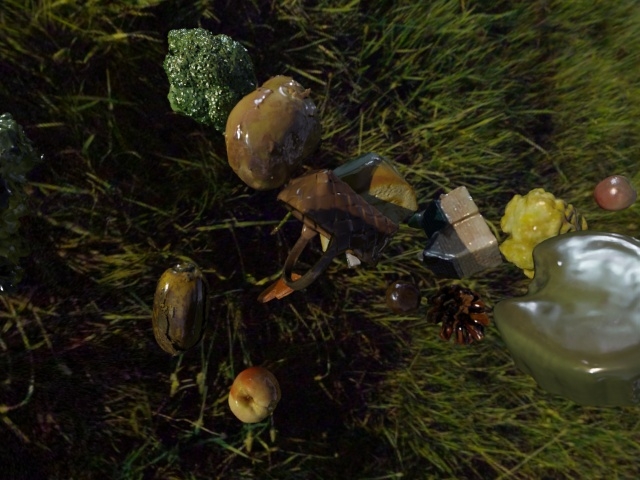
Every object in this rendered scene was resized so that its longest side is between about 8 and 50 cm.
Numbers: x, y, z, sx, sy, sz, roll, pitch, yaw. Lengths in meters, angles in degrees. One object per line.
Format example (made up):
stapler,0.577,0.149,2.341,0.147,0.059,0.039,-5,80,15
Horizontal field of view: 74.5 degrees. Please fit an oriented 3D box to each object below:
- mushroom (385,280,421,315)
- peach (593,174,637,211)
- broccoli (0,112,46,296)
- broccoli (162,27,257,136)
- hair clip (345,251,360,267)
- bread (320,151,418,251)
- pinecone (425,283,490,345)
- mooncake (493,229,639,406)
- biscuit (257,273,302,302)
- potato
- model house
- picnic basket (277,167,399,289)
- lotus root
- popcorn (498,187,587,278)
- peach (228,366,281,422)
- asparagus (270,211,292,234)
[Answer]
mushroom,0.281,0.195,1.419,0.127,0.087,0.127,0,89,-11
peach,0.659,-0.104,0.945,0.083,0.083,0.083,13,69,-36
broccoli,-0.527,-0.041,0.500,0.334,0.324,0.272,14,57,-43
broccoli,-0.359,-0.518,1.386,0.310,0.321,0.414,-34,105,-14
hair clip,0.124,0.023,2.031,0.159,0.071,0.219,-14,81,-34
bread,0.123,-0.153,1.533,0.264,0.395,0.239,56,12,-32
pinecone,0.464,0.256,1.442,0.202,0.229,0.201,-8,46,-1
mooncake,0.555,0.155,0.866,0.187,0.351,0.351,51,50,-35
biscuit,-0.162,0.202,1.712,0.186,0.192,0.036,-37,104,-19
potato,-0.156,-0.291,1.170,0.289,0.300,0.237,64,26,-12
model house,0.494,-0.013,1.609,0.243,0.284,0.299,53,17,-51
picnic basket,0.000,0.000,1.162,0.337,0.293,0.338,-3,99,-17
lotus root,-0.519,0.264,1.559,0.195,0.179,0.398,-8,119,-36
popcorn,0.658,-0.009,1.243,0.250,0.235,0.242,20,105,-27
peach,-0.225,0.523,1.442,0.184,0.184,0.184,13,69,-36
asparagus,-0.143,-0.104,1.814,0.024,0.248,0.025,39,27,-7
